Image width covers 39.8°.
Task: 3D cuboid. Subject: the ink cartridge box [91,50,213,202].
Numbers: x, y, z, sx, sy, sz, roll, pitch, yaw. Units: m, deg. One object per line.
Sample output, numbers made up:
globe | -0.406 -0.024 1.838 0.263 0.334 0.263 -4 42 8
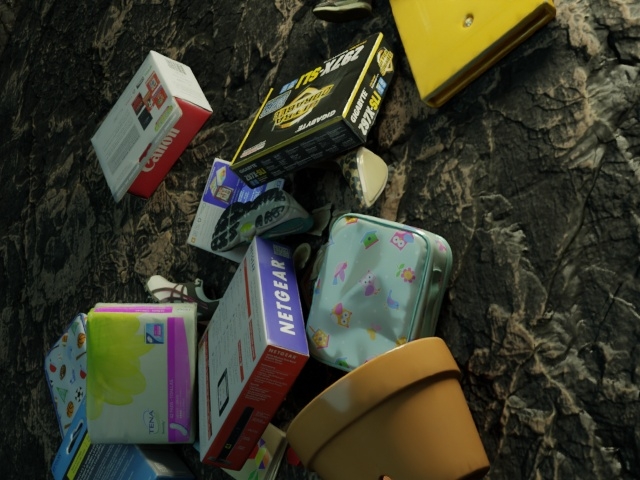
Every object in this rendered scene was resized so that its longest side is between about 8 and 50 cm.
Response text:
ink cartridge box | -0.425 -0.269 2.241 0.309 0.130 0.272 -49 47 23

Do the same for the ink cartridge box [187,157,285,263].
ink cartridge box | -0.179 -0.058 1.947 0.208 0.045 0.206 19 90 33

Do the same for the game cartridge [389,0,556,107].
game cartridge | 0.265 -0.449 1.637 0.285 0.052 0.324 -36 49 33

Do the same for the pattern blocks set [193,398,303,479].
pattern blocks set | -0.136 0.412 1.749 0.325 0.026 0.285 41 105 47

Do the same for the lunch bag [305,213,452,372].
lunch bag | 0.104 0.105 1.528 0.224 0.108 0.279 14 91 31

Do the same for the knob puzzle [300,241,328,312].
knob puzzle | 0.024 0.076 1.705 0.213 0.030 0.213 -19 63 42

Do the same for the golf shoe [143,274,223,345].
golf shoe | -0.298 0.137 1.994 0.120 0.105 0.273 -51 47 -4

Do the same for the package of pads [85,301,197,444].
package of pads | -0.372 0.278 1.836 0.101 0.229 0.297 -106 17 -79

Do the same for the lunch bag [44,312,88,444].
lunch bag | -0.579 0.344 2.188 0.243 0.115 0.303 -50 46 25

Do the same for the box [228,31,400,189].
box | -0.012 -0.255 1.762 0.322 0.079 0.257 -18 36 42

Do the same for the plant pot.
plant pot | 0.121 0.312 1.347 0.291 0.290 0.203 -46 63 25

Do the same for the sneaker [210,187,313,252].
sneaker | -0.129 -0.021 1.825 0.275 0.110 0.107 -15 55 45

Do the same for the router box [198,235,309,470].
router box | -0.138 0.208 1.675 0.301 0.082 0.335 -60 23 28

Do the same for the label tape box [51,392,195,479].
label tape box | -0.452 0.520 1.969 0.347 0.115 0.249 37 104 45

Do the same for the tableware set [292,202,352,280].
tableware set | 0.000 0.000 1.741 0.141 0.020 0.169 5 68 54

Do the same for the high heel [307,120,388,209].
high heel | 0.035 -0.123 1.716 0.186 0.093 0.261 -32 40 30

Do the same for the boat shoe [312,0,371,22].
boat shoe | 0.050 -0.499 1.882 0.152 0.056 0.049 7 75 38
